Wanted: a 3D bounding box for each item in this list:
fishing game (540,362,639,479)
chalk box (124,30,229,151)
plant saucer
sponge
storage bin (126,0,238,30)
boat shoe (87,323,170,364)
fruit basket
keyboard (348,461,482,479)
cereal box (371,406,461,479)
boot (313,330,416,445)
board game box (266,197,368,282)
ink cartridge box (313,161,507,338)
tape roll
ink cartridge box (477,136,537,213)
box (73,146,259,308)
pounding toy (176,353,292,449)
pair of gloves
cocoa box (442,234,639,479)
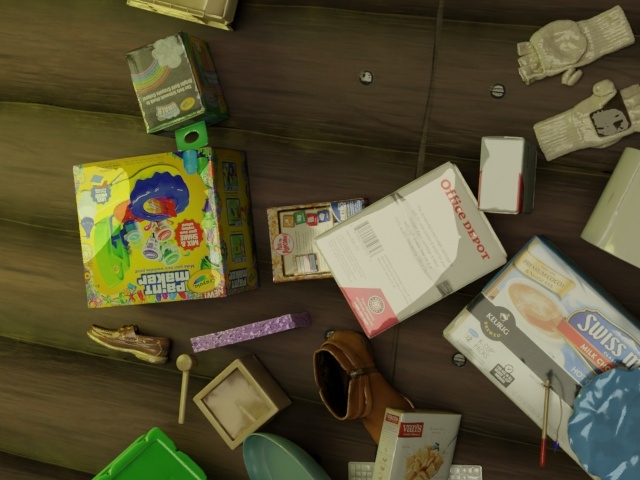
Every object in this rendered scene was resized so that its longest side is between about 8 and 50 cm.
[{"bbox_3d":[0.466,0.280,1.432,0.264,0.041,0.189,2,94,5],"label":"fishing game"},{"bbox_3d":[-0.270,-0.277,1.830,0.132,0.132,0.213,-17,88,15],"label":"chalk box"},{"bbox_3d":[-0.030,0.480,1.733,0.044,0.317,0.317,-32,80,-29],"label":"plant saucer"},{"bbox_3d":[-0.131,0.174,1.807,0.210,0.117,0.031,-15,85,16],"label":"sponge"},{"bbox_3d":[-0.255,-0.568,1.821,0.260,0.123,0.262,17,96,15],"label":"storage bin"},{"bbox_3d":[-0.387,0.199,1.916,0.178,0.064,0.060,17,91,9],"label":"boat shoe"},{"bbox_3d":[-0.312,0.592,1.841,0.392,0.283,0.392,29,141,27],"label":"fruit basket"},{"bbox_3d":[0.177,0.457,1.776,0.256,0.014,0.072,-2,91,17],"label":"keyboard"},{"bbox_3d":[0.164,0.421,1.689,0.047,0.173,0.240,12,91,46],"label":"cereal box"},{"bbox_3d":[0.086,0.293,1.690,0.109,0.220,0.283,-23,85,16],"label":"boot"},{"bbox_3d":[0.000,0.000,1.799,0.194,0.045,0.146,-5,90,16],"label":"board game box"},{"bbox_3d":[0.161,0.017,1.686,0.283,0.117,0.207,-29,88,5],"label":"ink cartridge box"},{"bbox_3d":[0.570,-0.026,1.525,0.246,0.246,0.169,27,100,14],"label":"tape roll"},{"bbox_3d":[0.326,-0.110,1.632,0.072,0.175,0.127,4,92,19],"label":"ink cartridge box"},{"bbox_3d":[-0.294,-0.024,1.820,0.290,0.177,0.279,-7,91,17],"label":"box"},{"bbox_3d":[-0.193,0.299,1.841,0.181,0.094,0.206,-43,79,14],"label":"pounding toy"},{"bbox_3d":[0.461,-0.278,1.655,0.204,0.042,0.240,-14,87,17],"label":"pair of gloves"},{"bbox_3d":[0.418,0.182,1.581,0.347,0.231,0.228,44,102,11],"label":"cocoa box"}]
